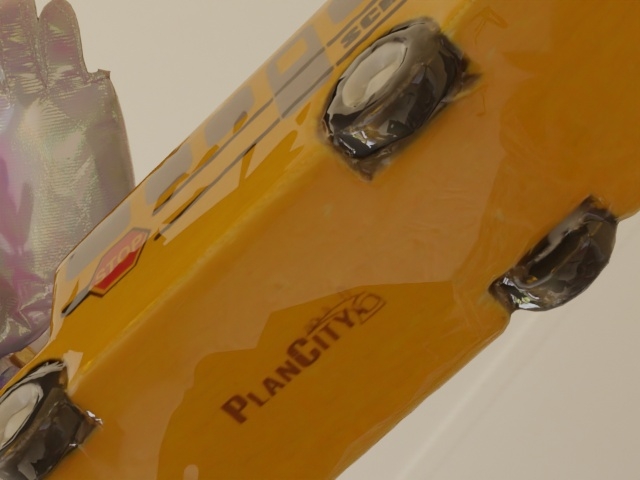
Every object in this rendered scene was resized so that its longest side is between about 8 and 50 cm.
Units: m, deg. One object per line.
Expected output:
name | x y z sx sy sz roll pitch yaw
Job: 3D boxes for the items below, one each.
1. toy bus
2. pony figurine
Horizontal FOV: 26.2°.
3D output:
toy bus | 0.000 0.000 0.522 0.332 0.130 0.108 -43 -64 12
pony figurine | -0.255 0.048 0.883 0.302 0.363 0.351 4 -55 38
